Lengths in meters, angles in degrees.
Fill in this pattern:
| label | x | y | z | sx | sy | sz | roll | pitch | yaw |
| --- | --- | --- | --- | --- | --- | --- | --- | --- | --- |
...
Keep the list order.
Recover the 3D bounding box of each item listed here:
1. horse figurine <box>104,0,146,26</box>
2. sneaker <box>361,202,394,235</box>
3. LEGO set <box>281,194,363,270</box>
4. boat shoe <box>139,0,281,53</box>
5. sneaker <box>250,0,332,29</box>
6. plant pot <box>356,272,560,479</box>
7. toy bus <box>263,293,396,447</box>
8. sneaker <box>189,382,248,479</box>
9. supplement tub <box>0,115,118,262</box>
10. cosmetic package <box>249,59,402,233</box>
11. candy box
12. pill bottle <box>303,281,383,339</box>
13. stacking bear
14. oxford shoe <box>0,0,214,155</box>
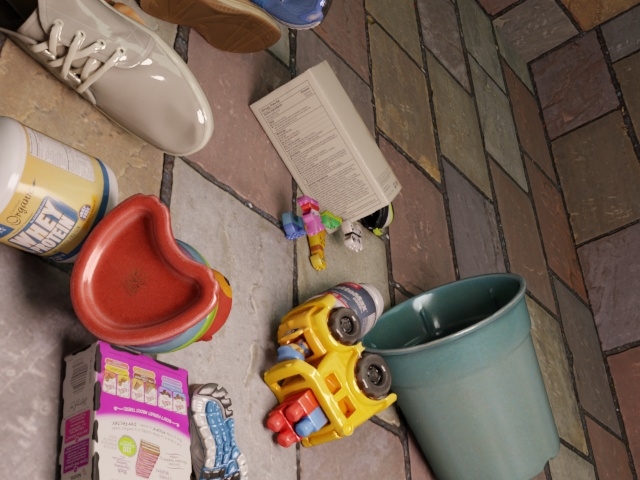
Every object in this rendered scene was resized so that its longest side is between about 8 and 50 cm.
| label | x | y | z | sx | sy | sz | roll | pitch | yaw |
| --- | --- | --- | --- | --- | --- | --- | --- | --- | --- |
| horse figurine | -0.317 | -0.306 | 1.400 | 0.263 | 0.066 | 0.174 | 56 | 36 | -18 |
| sneaker | 0.093 | -0.124 | 1.890 | 0.234 | 0.084 | 0.097 | 62 | 30 | -3 |
| LEGO set | 0.000 | 0.000 | 1.647 | 0.227 | 0.087 | 0.093 | 25 | 49 | -57 |
| boat shoe | -0.204 | -0.457 | 1.643 | 0.341 | 0.122 | 0.110 | 13 | 57 | -53 |
| sneaker | -0.120 | -0.517 | 1.704 | 0.330 | 0.129 | 0.147 | 29 | 14 | 26 |
| plant pot | 0.288 | 0.283 | 1.661 | 0.341 | 0.341 | 0.334 | -37 | 107 | -60 |
| toy bus | -0.017 | 0.228 | 1.397 | 0.211 | 0.149 | 0.220 | -31 | 92 | -45 |
| sneaker | -0.153 | 0.284 | 1.189 | 0.071 | 0.083 | 0.190 | -9 | 96 | -31 |
| supplement tub | -0.365 | -0.065 | 1.046 | 0.200 | 0.144 | 0.144 | 26 | 46 | -47 |
| cosmetic package | 0.014 | -0.187 | 1.740 | 0.309 | 0.160 | 0.113 | 60 | 28 | -9 |
| candy box | -0.239 | 0.259 | 1.062 | 0.159 | 0.071 | 0.233 | 30 | 42 | -45 |
| pill bottle | 0.044 | 0.134 | 1.579 | 0.180 | 0.108 | 0.107 | -20 | 84 | -61 |
| stacking bear | -0.200 | 0.074 | 1.144 | 0.175 | 0.164 | 0.289 | 53 | 0 | 14 |
| oxford shoe | -0.343 | -0.279 | 1.237 | 0.449 | 0.169 | 0.130 | 45 | 30 | -16 |
